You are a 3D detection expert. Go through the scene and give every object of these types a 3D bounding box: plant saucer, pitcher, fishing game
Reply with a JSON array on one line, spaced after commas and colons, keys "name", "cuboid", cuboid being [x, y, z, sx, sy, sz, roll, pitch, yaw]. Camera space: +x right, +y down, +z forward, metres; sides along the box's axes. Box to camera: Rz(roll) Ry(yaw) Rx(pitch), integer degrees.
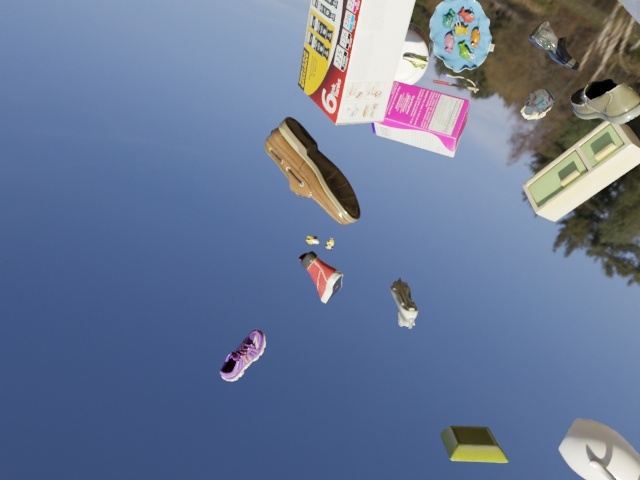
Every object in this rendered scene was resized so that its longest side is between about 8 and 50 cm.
[{"name": "plant saucer", "cuboid": [0.510, 0.672, 1.767, 0.188, 0.045, 0.188, 1, -174, 3]}, {"name": "pitcher", "cuboid": [0.624, 0.485, 1.131, 0.207, 0.126, 0.177, 32, -165, 34]}, {"name": "fishing game", "cuboid": [0.352, -0.506, 1.293, 0.189, 0.264, 0.041, 4, -177, -24]}]

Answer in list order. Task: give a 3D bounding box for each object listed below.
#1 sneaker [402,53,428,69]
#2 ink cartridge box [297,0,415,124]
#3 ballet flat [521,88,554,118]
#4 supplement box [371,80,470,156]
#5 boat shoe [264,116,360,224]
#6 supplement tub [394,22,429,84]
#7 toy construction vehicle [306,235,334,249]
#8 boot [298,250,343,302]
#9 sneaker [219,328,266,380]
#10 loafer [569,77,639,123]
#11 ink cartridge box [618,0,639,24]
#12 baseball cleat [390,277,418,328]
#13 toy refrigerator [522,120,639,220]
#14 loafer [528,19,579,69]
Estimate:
[{"name": "sneaker", "cuboid": [0.306, -0.580, 1.719, 0.083, 0.035, 0.031, 18, -137, 8]}, {"name": "ink cartridge box", "cuboid": [0.053, -0.451, 1.134, 0.130, 0.310, 0.272, -10, -138, -26]}, {"name": "ballet flat", "cuboid": [0.687, -0.432, 1.702, 0.091, 0.077, 0.241, 53, -167, 8]}, {"name": "supplement box", "cuboid": [0.248, -0.306, 1.322, 0.219, 0.114, 0.111, 21, 170, 15]}, {"name": "boat shoe", "cuboid": [-0.021, -0.156, 1.312, 0.307, 0.104, 0.110, 55, -150, 7]}, {"name": "supplement tub", "cuboid": [0.286, -0.658, 1.857, 0.191, 0.191, 0.272, 30, -149, -4]}, {"name": "toy construction vehicle", "cuboid": [0.000, 0.000, 1.621, 0.085, 0.035, 0.098, 17, 173, -1]}, {"name": "boot", "cuboid": [-0.009, 0.131, 1.978, 0.176, 0.244, 0.088, 38, -115, 15]}, {"name": "sneaker", "cuboid": [-0.220, 0.325, 1.501, 0.068, 0.170, 0.071, 30, 165, 25]}, {"name": "loafer", "cuboid": [0.642, -0.331, 1.198, 0.087, 0.094, 0.251, 54, -171, -16]}, {"name": "ink cartridge box", "cuboid": [0.759, -0.584, 1.060, 0.160, 0.279, 0.385, 59, -153, -33]}, {"name": "baseball cleat", "cuboid": [0.270, 0.215, 1.756, 0.072, 0.110, 0.206, 4, -155, -4]}, {"name": "toy refrigerator", "cuboid": [0.647, -0.173, 1.313, 0.094, 0.269, 0.102, 17, -133, -32]}, {"name": "loafer", "cuboid": [0.654, -0.531, 1.447, 0.170, 0.061, 0.062, 31, -159, -17]}]
